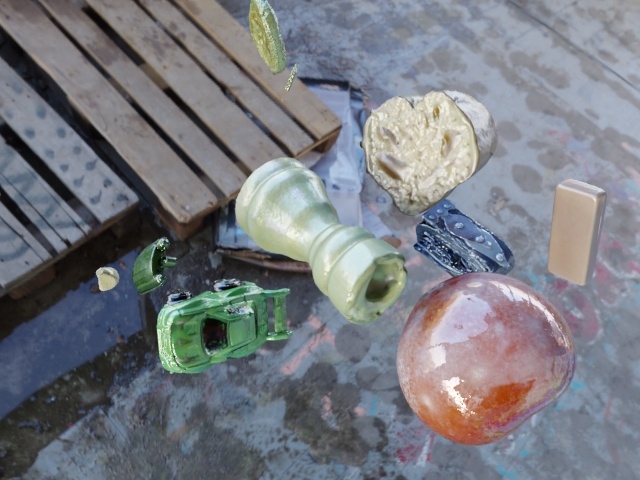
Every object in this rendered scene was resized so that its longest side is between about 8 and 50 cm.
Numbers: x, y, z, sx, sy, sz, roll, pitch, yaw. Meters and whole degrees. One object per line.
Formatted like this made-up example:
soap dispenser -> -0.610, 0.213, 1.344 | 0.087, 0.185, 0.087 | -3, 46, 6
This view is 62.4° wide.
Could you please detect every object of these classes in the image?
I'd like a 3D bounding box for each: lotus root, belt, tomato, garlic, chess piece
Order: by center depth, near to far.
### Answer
tomato -> 0.239, 0.169, 0.817 | 0.270, 0.270, 0.227 | -37, 86, -31
belt -> 0.310, 0.024, 1.179 | 0.128, 0.122, 0.218 | -34, 59, -31
chess piece -> 0.000, 0.000, 1.237 | 0.234, 0.234, 0.442 | -23, 44, -27
lotus root -> 0.282, -0.257, 1.319 | 0.316, 0.316, 0.250 | 47, 44, 13
garlic -> -0.535, 0.094, 1.328 | 0.053, 0.083, 0.041 | -13, 59, -19

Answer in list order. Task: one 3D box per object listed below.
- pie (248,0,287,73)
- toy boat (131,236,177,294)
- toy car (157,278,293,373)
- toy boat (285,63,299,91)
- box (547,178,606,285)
pie -> -0.057, -0.221, 0.566 | 0.021, 0.084, 0.084 | -23, 68, -12
toy boat -> -0.362, 0.060, 1.121 | 0.052, 0.210, 0.104 | 7, 73, -34
toy car -> -0.252, 0.223, 1.404 | 0.359, 0.177, 0.213 | -10, 101, -53
toy boat -> -0.083, -0.483, 1.561 | 0.016, 0.063, 0.115 | 22, 28, -11
box -> 0.268, -0.008, 0.556 | 0.025, 0.115, 0.048 | -31, 38, -28
